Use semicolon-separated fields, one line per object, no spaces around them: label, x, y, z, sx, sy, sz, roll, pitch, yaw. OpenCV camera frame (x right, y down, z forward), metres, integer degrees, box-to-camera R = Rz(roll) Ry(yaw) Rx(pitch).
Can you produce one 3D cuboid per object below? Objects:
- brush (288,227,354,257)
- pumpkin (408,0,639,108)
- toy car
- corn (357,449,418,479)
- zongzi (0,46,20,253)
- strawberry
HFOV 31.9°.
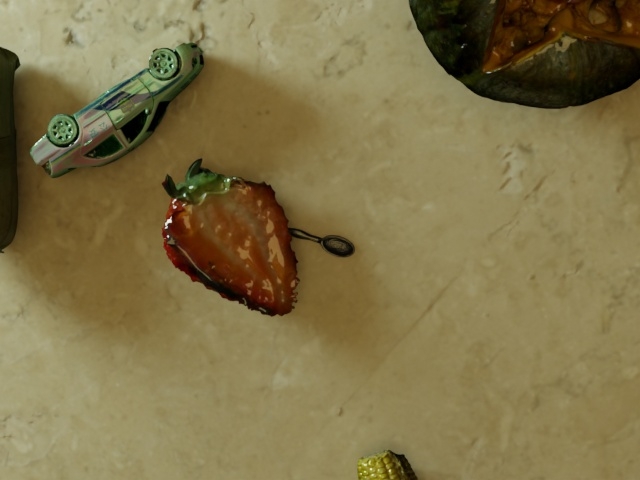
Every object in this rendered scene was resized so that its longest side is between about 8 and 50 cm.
brush;0.000;0.000;1.302;0.083;0.008;0.024;18;98;3
pumpkin;0.244;-0.290;1.159;0.320;0.192;0.320;1;110;2
toy car;-0.221;-0.144;1.270;0.224;0.090;0.076;-32;94;6
corn;0.100;0.336;1.288;0.072;0.072;0.203;-23;91;6
zongzi;-0.481;-0.096;1.279;0.274;0.125;0.251;-2;87;7
strawberry;-0.105;-0.004;1.272;0.192;0.085;0.140;23;80;-18
